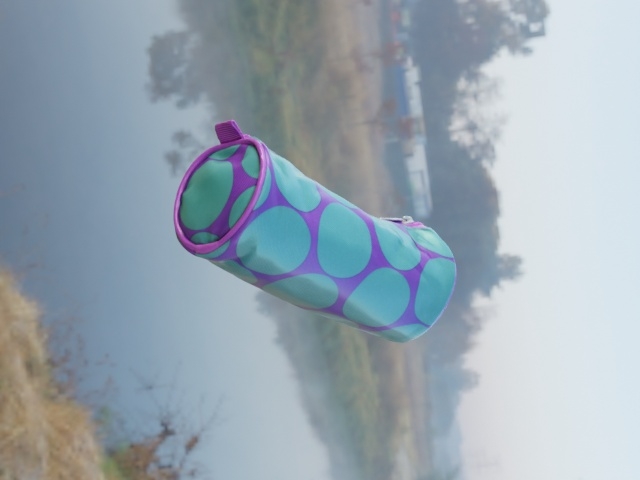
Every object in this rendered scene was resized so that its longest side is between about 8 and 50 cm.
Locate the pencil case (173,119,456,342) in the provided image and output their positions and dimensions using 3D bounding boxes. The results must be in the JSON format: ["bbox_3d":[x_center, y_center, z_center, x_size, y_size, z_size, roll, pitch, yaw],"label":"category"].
[{"bbox_3d":[0.000,0.000,0.583,0.152,0.064,0.070,26,69,-40],"label":"pencil case"}]
